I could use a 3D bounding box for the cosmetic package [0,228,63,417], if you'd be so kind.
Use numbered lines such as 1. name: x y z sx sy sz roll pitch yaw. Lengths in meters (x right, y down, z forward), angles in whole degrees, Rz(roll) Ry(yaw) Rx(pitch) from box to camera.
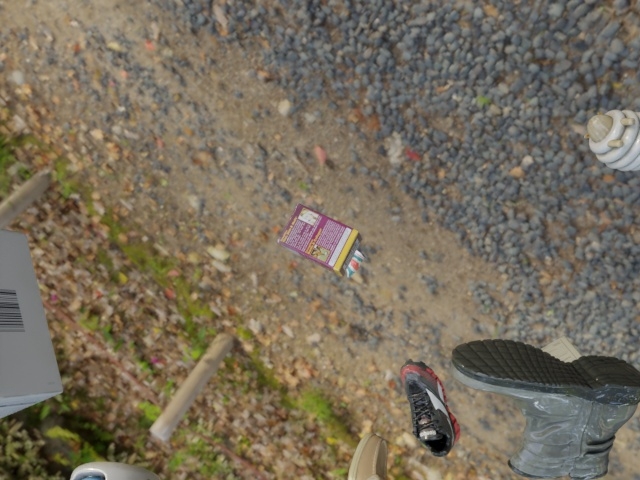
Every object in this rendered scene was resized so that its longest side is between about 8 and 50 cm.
1. cosmetic package: -0.477 0.126 0.896 0.138 0.224 0.224 20 -131 -68

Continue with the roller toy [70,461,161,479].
1. roller toy: -0.427 0.542 1.470 0.209 0.146 0.191 14 145 -14

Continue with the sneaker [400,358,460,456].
1. sneaker: 0.280 0.444 1.847 0.097 0.135 0.276 -19 104 27

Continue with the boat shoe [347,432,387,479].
1. boat shoe: 0.121 0.570 1.504 0.110 0.341 0.122 -9 135 22

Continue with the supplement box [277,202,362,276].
1. supplement box: 0.000 0.000 0.845 0.083 0.055 0.043 26 173 14

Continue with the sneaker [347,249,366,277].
1. sneaker: 0.021 0.028 1.650 0.161 0.075 0.057 29 178 17

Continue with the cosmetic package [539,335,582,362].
1. cosmetic package: 0.554 0.336 1.634 0.113 0.160 0.309 56 -169 1

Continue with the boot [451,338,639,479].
1. boot: 0.250 0.210 0.821 0.246 0.083 0.161 10 113 -12

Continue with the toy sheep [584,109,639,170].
1. toy sheep: 0.419 -0.134 0.966 0.132 0.091 0.091 27 152 -13
